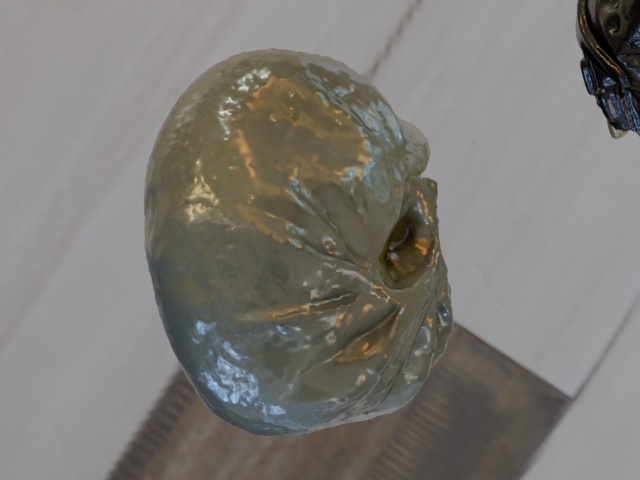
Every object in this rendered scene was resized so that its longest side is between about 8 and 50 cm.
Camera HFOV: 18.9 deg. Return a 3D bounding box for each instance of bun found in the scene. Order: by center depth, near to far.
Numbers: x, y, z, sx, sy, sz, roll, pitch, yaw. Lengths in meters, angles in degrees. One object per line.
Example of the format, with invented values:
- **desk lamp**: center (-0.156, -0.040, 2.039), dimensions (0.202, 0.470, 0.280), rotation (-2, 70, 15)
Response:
- **bun**: center (-0.002, -0.006, 1.645), dimensions (0.194, 0.354, 0.354), rotation (-12, 108, 32)

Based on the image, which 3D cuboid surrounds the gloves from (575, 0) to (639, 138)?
- **gloves**: center (0.224, -0.135, 1.289), dimensions (0.124, 0.203, 0.164), rotation (37, 48, 7)
